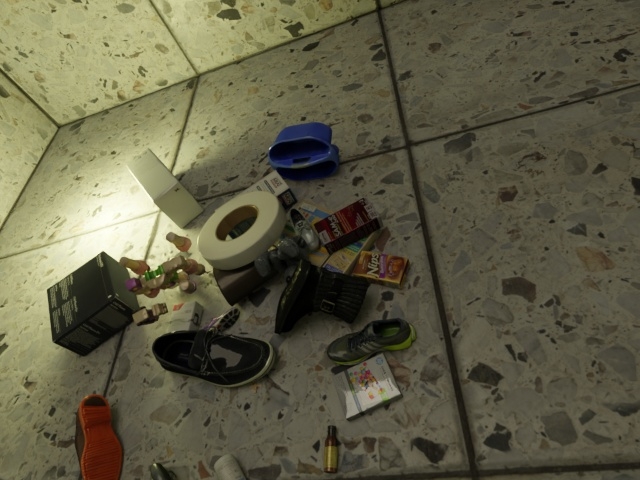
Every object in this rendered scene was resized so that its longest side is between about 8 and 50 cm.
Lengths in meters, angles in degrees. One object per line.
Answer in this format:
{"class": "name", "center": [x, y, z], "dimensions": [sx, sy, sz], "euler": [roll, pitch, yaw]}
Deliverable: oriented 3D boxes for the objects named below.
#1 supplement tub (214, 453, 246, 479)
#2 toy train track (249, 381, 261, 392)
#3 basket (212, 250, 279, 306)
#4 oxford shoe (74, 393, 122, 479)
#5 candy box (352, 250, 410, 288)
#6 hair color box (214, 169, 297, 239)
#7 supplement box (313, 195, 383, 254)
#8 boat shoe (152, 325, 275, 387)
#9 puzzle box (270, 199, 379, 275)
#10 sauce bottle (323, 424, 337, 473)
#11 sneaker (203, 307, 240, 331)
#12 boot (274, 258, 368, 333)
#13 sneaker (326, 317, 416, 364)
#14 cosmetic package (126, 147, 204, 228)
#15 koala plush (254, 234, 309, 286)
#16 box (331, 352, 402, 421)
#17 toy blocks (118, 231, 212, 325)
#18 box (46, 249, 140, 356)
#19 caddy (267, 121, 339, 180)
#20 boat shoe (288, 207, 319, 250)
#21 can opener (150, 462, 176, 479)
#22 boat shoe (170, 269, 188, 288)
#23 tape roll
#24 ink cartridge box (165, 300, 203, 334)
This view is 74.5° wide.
{"class": "supplement tub", "center": [-0.276, 0.727, 1.298], "dimensions": [0.071, 0.071, 0.107], "euler": [-41, 48, -9]}
{"class": "toy train track", "center": [-0.233, 0.497, 1.490], "dimensions": [0.048, 0.014, 0.083], "euler": [-17, 49, 12]}
{"class": "basket", "center": [-0.296, 0.132, 1.709], "dimensions": [0.227, 0.154, 0.204], "euler": [-29, 42, -3]}
{"class": "oxford shoe", "center": [-0.807, 0.751, 1.513], "dimensions": [0.132, 0.130, 0.363], "euler": [-49, 50, 29]}
{"class": "candy box", "center": [0.224, 0.107, 1.555], "dimensions": [0.187, 0.053, 0.109], "euler": [8, 60, 30]}
{"class": "hair color box", "center": [-0.300, -0.161, 1.957], "dimensions": [0.347, 0.105, 0.174], "euler": [-34, 49, -3]}
{"class": "supplement box", "center": [0.108, -0.060, 1.651], "dimensions": [0.240, 0.073, 0.130], "euler": [-29, 49, 2]}
{"class": "boat shoe", "center": [-0.403, 0.417, 1.535], "dimensions": [0.501, 0.156, 0.186], "euler": [-1, 53, 22]}
{"class": "puzzle box", "center": [0.000, 0.000, 1.737], "dimensions": [0.409, 0.052, 0.272], "euler": [24, 68, 36]}
{"class": "sauce bottle", "center": [0.032, 0.622, 1.257], "dimensions": [0.042, 0.042, 0.128], "euler": [-8, 53, 19]}
{"class": "sneaker", "center": [-0.399, 0.317, 1.669], "dimensions": [0.170, 0.068, 0.071], "euler": [-37, 43, -5]}
{"class": "boot", "center": [-0.007, 0.238, 1.498], "dimensions": [0.260, 0.348, 0.131], "euler": [20, 35, -11]}
{"class": "sneaker", "center": [0.156, 0.317, 1.379], "dimensions": [0.300, 0.121, 0.111], "euler": [-22, 49, 8]}
{"class": "cosmetic package", "center": [-0.816, -0.278, 2.198], "dimensions": [0.161, 0.230, 0.453], "euler": [-42, 49, -9]}
{"class": "koala plush", "center": [-0.095, 0.111, 1.595], "dimensions": [0.196, 0.203, 0.221], "euler": [-34, 83, 26]}
{"class": "box", "center": [0.145, 0.463, 1.331], "dimensions": [0.186, 0.038, 0.145], "euler": [-25, 49, 4]}
{"class": "toy blocks", "center": [-0.625, 0.174, 1.763], "dimensions": [0.289, 0.260, 0.308], "euler": [-27, 70, 2]}
{"class": "box", "center": [-1.026, 0.278, 1.903], "dimensions": [0.313, 0.179, 0.343], "euler": [-37, 49, -4]}
{"class": "caddy", "center": [-0.074, -0.397, 1.948], "dimensions": [0.342, 0.241, 0.179], "euler": [-4, 50, 22]}
{"class": "boat shoe", "center": [-0.077, -0.050, 1.719], "dimensions": [0.079, 0.081, 0.227], "euler": [-31, 48, 0]}
{"class": "can opener", "center": [-0.444, 0.809, 1.305], "dimensions": [0.280, 0.093, 0.074], "euler": [25, 67, 31]}
{"class": "boat shoe", "center": [-0.638, 0.167, 1.905], "dimensions": [0.137, 0.049, 0.043], "euler": [-45, 8, -10]}
{"class": "tape roll", "center": [-0.324, -0.051, 1.726], "dimensions": [0.392, 0.072, 0.392], "euler": [-19, 41, 17]}
{"class": "ink cartridge box", "center": [-0.557, 0.334, 1.726], "dimensions": [0.109, 0.063, 0.150], "euler": [-10, 52, 18]}
